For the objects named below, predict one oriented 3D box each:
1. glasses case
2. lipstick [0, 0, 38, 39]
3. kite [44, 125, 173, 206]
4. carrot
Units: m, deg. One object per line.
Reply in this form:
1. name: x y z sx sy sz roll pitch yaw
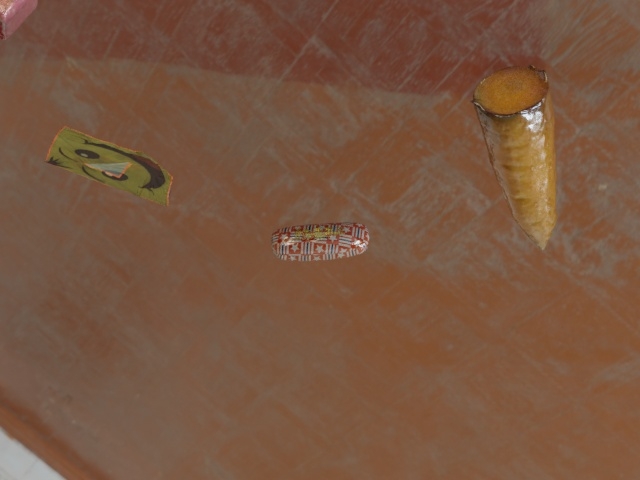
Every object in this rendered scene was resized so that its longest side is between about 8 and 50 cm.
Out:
1. glasses case: 0.000 0.000 1.596 0.194 0.073 0.049 -5 138 -3
2. lipstick: -0.248 -0.215 0.424 0.312 0.051 0.051 44 166 10
3. kite: -0.471 -0.169 1.772 0.377 0.327 0.013 35 112 24
4. carrot: 0.204 -0.066 0.791 0.072 0.072 0.205 0 133 30
